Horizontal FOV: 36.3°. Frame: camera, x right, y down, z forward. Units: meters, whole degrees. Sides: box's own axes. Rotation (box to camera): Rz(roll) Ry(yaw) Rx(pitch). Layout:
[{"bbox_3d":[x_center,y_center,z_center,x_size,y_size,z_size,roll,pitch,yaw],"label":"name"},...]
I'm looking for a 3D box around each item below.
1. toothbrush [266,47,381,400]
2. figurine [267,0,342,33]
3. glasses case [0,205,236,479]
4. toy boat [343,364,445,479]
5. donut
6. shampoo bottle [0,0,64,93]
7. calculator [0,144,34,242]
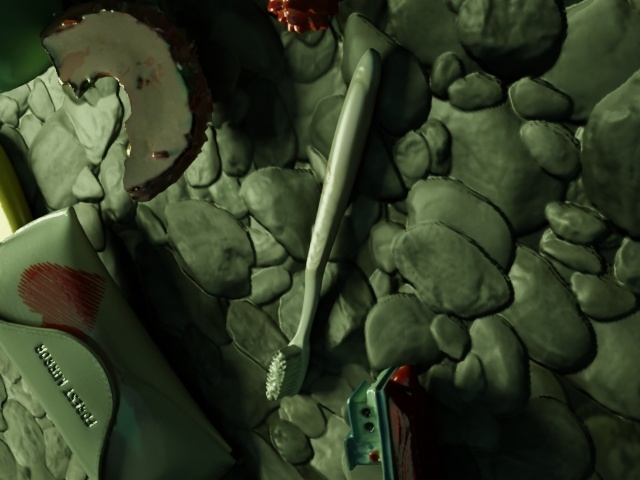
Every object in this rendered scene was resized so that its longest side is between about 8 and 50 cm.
[{"bbox_3d":[0.000,0.000,0.750,0.025,0.029,0.307,32,121,31],"label":"toothbrush"},{"bbox_3d":[-0.061,-0.256,0.665,0.245,0.110,0.138,39,133,22],"label":"figurine"},{"bbox_3d":[-0.202,0.118,0.884,0.128,0.083,0.308,-33,92,29],"label":"glasses case"},{"bbox_3d":[0.058,0.179,0.744,0.058,0.069,0.173,-7,101,21],"label":"toy boat"},{"bbox_3d":[-0.139,-0.126,0.775,0.117,0.065,0.166,-31,91,17],"label":"donut"},{"bbox_3d":[-0.300,-0.289,0.778,0.221,0.151,0.350,-6,108,8],"label":"shampoo bottle"},{"bbox_3d":[-0.346,-0.027,0.979,0.146,0.032,0.235,-21,94,37],"label":"calculator"}]
